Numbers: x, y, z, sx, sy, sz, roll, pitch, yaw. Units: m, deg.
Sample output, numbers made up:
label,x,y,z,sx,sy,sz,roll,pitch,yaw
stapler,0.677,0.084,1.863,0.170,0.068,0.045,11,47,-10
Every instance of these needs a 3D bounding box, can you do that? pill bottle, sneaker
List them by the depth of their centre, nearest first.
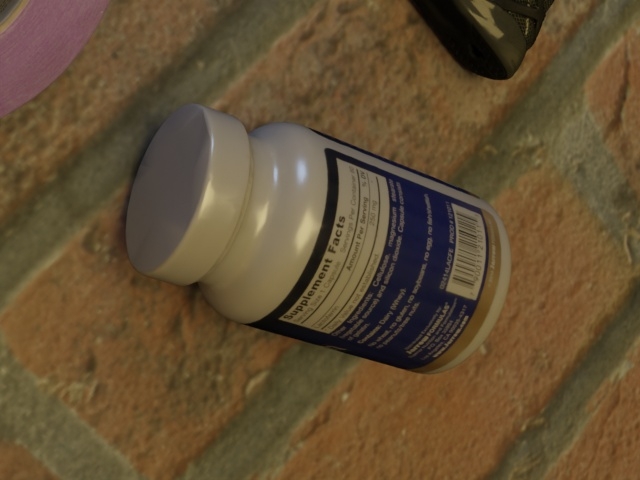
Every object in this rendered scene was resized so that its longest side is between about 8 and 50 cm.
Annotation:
label,x,y,z,sx,sy,sz,roll,pitch,yaw
pill bottle,0.000,0.000,0.797,0.264,0.153,0.153,19,86,-30
sneaker,0.122,-0.255,0.880,0.227,0.087,0.130,45,71,-30

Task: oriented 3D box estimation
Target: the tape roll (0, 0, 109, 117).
label,x,y,z,sx,sy,sz,roll,pitch,yaw
tape roll,-0.256,-0.199,0.615,0.274,0.090,0.275,-9,115,-20
